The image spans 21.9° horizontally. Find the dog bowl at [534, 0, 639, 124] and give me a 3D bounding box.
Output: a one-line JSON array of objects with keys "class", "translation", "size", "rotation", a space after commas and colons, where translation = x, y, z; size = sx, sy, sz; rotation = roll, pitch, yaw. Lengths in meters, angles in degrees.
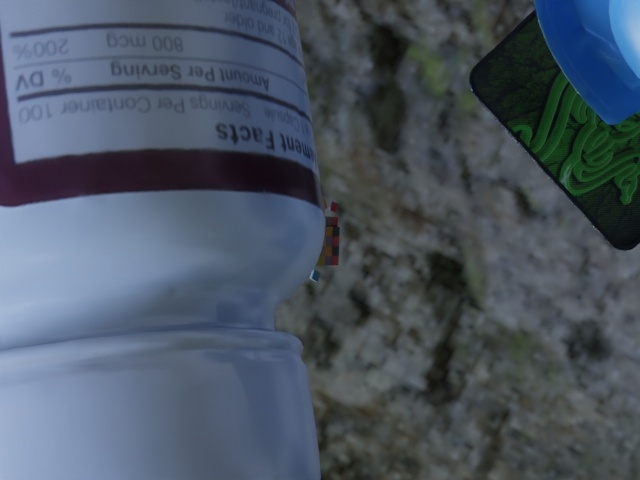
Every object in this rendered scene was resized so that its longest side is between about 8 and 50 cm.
[{"class": "dog bowl", "translation": [0.228, -0.058, 0.724], "size": [0.074, 0.297, 0.166], "rotation": [-50, 9, -27]}]

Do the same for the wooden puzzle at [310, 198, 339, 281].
[{"class": "wooden puzzle", "translation": [0.000, 0.000, 1.648], "size": [0.049, 0.006, 0.083], "rotation": [-1, -87, -45]}]

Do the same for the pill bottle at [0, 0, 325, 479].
[{"class": "pill bottle", "translation": [-0.117, -0.072, 0.739], "size": [0.224, 0.224, 0.392], "rotation": [35, -133, -74]}]

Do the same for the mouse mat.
[{"class": "mouse mat", "translation": [0.198, -0.102, 1.065], "size": [0.189, 0.152, 0.007], "rotation": [-44, 3, -26]}]
